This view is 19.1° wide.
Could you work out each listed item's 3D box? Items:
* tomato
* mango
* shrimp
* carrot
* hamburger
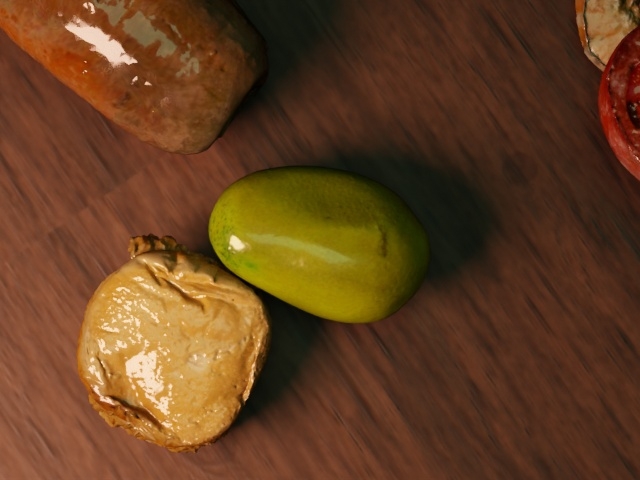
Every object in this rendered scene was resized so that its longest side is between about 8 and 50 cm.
[{"bbox_3d":[0.281,-0.088,1.424,0.139,0.091,0.159,-37,78,-12],"label":"tomato"},{"bbox_3d":[0.003,-0.005,1.399,0.163,0.089,0.117,26,52,-4],"label":"mango"},{"bbox_3d":[0.265,-0.219,1.462,0.147,0.035,0.195,-6,91,1],"label":"shrimp"},{"bbox_3d":[-0.179,-0.182,1.404,0.301,0.139,0.139,31,84,3],"label":"carrot"},{"bbox_3d":[-0.109,0.077,1.402,0.138,0.083,0.147,23,85,-3],"label":"hamburger"}]
